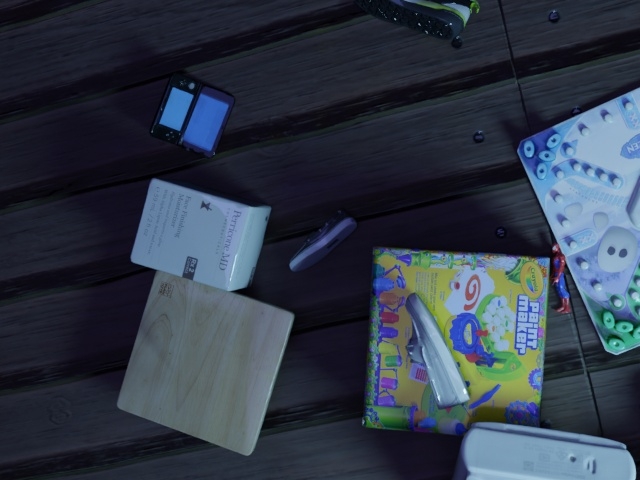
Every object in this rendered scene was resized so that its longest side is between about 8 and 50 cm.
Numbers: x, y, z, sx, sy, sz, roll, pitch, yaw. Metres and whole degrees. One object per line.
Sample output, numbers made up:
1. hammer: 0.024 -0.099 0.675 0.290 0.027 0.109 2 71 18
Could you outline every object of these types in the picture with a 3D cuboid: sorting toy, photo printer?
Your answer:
1. sorting toy: -0.193 0.207 1.902 0.255 0.089 0.257 18 93 11
2. photo printer: 0.330 0.396 1.696 0.255 0.308 0.107 8 58 5

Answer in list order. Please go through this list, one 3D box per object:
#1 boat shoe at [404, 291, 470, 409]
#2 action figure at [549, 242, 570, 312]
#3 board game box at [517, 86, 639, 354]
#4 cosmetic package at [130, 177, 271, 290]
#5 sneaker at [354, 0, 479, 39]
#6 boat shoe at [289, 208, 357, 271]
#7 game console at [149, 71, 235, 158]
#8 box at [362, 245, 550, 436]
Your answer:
1. boat shoe: 0.165 0.172 1.665 0.063 0.066 0.184 -26 95 9
2. action figure: 0.395 0.062 1.802 0.030 0.038 0.115 -4 93 -1
3. board game box: 0.573 -0.062 1.762 0.389 0.050 0.390 -24 85 11
4. cosmetic package: -0.202 -0.012 1.871 0.183 0.151 0.151 16 94 11
5. sneaker: 0.155 -0.420 1.847 0.234 0.084 0.097 26 71 10
6. boat shoe: 0.000 0.000 1.887 0.142 0.049 0.040 -38 64 8
7. game console: -0.227 -0.221 1.919 0.071 0.107 0.122 25 95 39
8. box: 0.225 0.161 1.770 0.279 0.177 0.290 4 90 12
